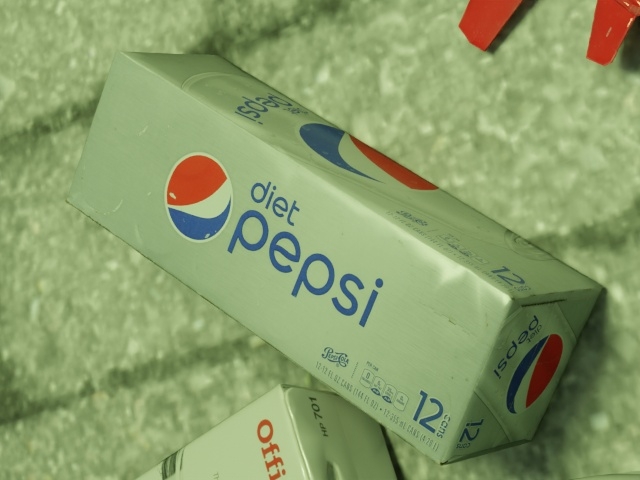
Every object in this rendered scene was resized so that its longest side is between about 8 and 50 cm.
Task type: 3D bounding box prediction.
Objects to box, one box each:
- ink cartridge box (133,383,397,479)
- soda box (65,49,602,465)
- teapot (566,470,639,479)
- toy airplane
[{"bbox_3d":[-0.043,0.183,1.047,0.190,0.082,0.140,-34,59,31],"label":"ink cartridge box"},{"bbox_3d":[0.000,0.000,1.018,0.286,0.091,0.098,32,111,32],"label":"soda box"},{"bbox_3d":[0.150,0.195,0.864,0.256,0.187,0.252,18,130,18],"label":"teapot"},{"bbox_3d":[0.122,-0.144,0.962,0.151,0.028,0.151,3,94,38],"label":"toy airplane"}]
